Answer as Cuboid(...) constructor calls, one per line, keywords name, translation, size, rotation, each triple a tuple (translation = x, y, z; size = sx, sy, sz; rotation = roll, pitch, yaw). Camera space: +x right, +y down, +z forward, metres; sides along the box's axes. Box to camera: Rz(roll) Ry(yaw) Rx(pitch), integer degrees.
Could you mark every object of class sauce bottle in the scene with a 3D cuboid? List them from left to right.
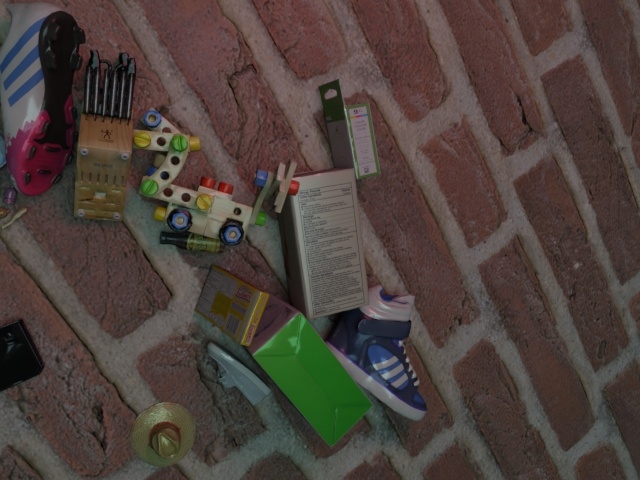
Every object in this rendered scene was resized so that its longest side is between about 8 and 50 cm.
Cuboid(name="sauce bottle", translation=(-0.260, 0.002, 1.140), size=(0.128, 0.042, 0.042), rotation=(4, 96, -22))

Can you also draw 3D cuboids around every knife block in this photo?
Cuboid(name="knife block", translation=(-0.399, -0.205, 1.045), size=(0.088, 0.242, 0.276), rotation=(5, 140, -21))

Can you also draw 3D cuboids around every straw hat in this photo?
Cuboid(name="straw hat", translation=(-0.320, 0.415, 1.161), size=(0.144, 0.061, 0.145), rotation=(-3, 99, -21))

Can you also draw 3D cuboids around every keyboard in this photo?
Cuboid(name="keyboard", translation=(-0.691, 0.218, 1.001), size=(0.317, 0.033, 0.202), rotation=(-22, 112, -19))

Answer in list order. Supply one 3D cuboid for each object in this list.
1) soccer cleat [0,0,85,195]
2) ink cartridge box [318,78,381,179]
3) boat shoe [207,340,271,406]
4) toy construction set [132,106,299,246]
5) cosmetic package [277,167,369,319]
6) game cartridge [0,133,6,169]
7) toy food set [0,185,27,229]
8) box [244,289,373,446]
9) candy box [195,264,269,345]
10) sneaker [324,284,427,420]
Cuboid(name="soccer cleat", translation=(-0.505, -0.248, 0.984), size=(0.143, 0.116, 0.331), rotation=(22, 106, 17))
Cuboid(name="ink cartridge box", translation=(0.063, -0.238, 1.202), size=(0.062, 0.109, 0.209), rotation=(-16, 102, -20))
Cuboid(name="boat shoe", translation=(-0.186, 0.289, 1.203), size=(0.063, 0.066, 0.184), rotation=(-47, 121, -11))
Cuboid(name="toy construction set", translation=(-0.208, -0.110, 1.076), size=(0.327, 0.151, 0.215), rotation=(16, 91, -1))
Cuboid(name="cosmetic package", translation=(0.000, 0.000, 1.199), size=(0.153, 0.129, 0.296), rotation=(-10, 101, -20))
Cuboid(name="game cartridge", translation=(-0.587, -0.147, 0.992), size=(0.083, 0.017, 0.056), rotation=(-43, 104, -19))
Cuboid(name="toy food set", translation=(-0.592, -0.082, 1.008), size=(0.078, 0.019, 0.122), rotation=(-43, 103, -12))
Cuboid(name="box", translation=(-0.049, 0.251, 1.157), size=(0.127, 0.231, 0.262), rotation=(-41, 110, -14))
Cuboid(name="candy box", translation=(-0.179, 0.123, 1.102), size=(0.027, 0.206, 0.105), rotation=(24, 88, -38))
Cuboid(name="sneaker", translation=(0.182, 0.248, 1.304), size=(0.323, 0.130, 0.236), rotation=(39, 86, -16))
